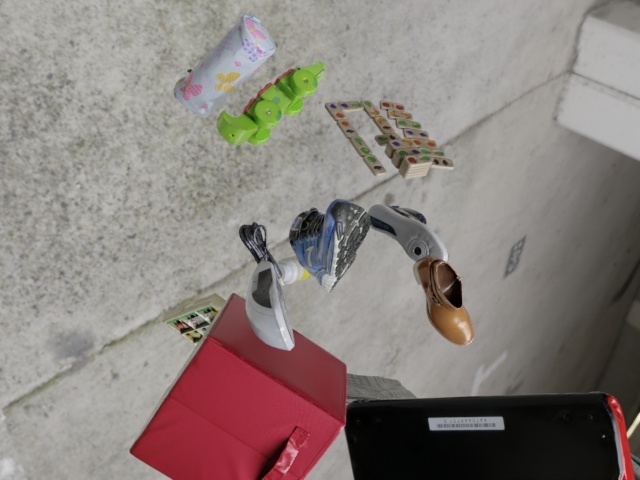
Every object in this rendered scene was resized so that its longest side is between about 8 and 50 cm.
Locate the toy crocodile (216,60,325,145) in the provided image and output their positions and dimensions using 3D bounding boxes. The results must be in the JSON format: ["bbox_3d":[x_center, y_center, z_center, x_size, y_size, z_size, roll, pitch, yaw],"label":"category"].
[{"bbox_3d":[-0.109,-0.335,1.629,0.340,0.105,0.115,-46,-178,-29],"label":"toy crocodile"}]

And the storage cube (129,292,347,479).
[{"bbox_3d":[-0.095,0.211,0.874,0.183,0.193,0.215,-55,-174,11],"label":"storage cube"}]

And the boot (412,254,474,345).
[{"bbox_3d":[0.238,0.117,1.245,0.073,0.197,0.152,-34,-177,-6],"label":"boot"}]

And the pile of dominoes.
[{"bbox_3d":[0.149,-0.228,1.413,0.196,0.251,0.040,-11,142,-28],"label":"pile of dominoes"}]

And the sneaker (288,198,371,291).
[{"bbox_3d":[0.000,0.000,1.366,0.129,0.147,0.330,-53,174,-23],"label":"sneaker"}]

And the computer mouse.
[{"bbox_3d":[-0.064,0.060,0.768,0.042,0.193,0.106,-17,114,0],"label":"computer mouse"}]

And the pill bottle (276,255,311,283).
[{"bbox_3d":[-0.071,0.071,1.642,0.116,0.065,0.065,-9,127,-58],"label":"pill bottle"}]

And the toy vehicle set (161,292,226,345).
[{"bbox_3d":[-0.291,0.225,1.800,0.166,0.267,0.035,40,53,-22],"label":"toy vehicle set"}]

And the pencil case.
[{"bbox_3d":[-0.236,-0.424,1.662,0.273,0.124,0.114,-36,139,25],"label":"pencil case"}]

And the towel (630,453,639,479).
[{"bbox_3d":[0.820,0.716,1.632,0.090,0.374,0.320,-27,134,-18],"label":"towel"}]

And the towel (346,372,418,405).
[{"bbox_3d":[0.070,0.329,1.515,0.324,0.313,0.056,167,-70,-82],"label":"towel"}]

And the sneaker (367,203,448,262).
[{"bbox_3d":[0.214,-0.018,1.464,0.121,0.217,0.079,-4,125,-48],"label":"sneaker"}]

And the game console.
[{"bbox_3d":[0.229,0.377,0.926,0.060,0.387,0.341,-10,90,-62],"label":"game console"}]
